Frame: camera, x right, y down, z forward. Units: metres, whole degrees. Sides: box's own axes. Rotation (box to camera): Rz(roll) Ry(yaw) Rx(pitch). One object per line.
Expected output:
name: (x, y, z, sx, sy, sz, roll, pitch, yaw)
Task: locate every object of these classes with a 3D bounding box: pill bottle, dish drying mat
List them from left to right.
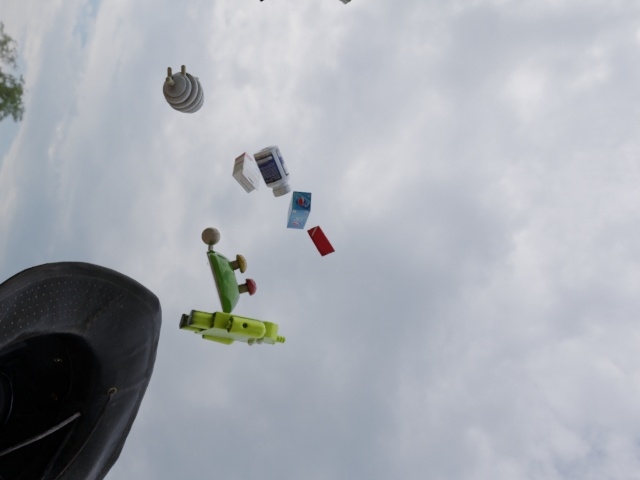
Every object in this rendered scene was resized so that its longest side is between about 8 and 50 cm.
pill bottle: (-0.163, -0.243, 1.612, 0.094, 0.094, 0.169, -5, -65, 43)
dish drying mat: (0.000, 0.000, 0.985, 0.008, 0.032, 0.083, 81, -17, -47)

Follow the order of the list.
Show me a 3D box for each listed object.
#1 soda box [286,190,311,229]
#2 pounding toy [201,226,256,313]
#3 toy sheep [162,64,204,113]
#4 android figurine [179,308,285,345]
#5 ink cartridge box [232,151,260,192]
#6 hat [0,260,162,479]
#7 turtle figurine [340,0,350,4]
soda box: (-0.080, -0.106, 1.660, 0.210, 0.067, 0.071, 121, -28, -71)
pounding toy: (-0.248, 0.084, 1.275, 0.183, 0.110, 0.237, 94, -25, -50)
toy sheep: (-0.292, -0.318, 0.974, 0.091, 0.132, 0.091, -1, -95, 16)
android figurine: (-0.227, 0.239, 1.217, 0.248, 0.273, 0.056, -25, -129, 54)
ink cartridge box: (-0.326, -0.291, 2.021, 0.067, 0.115, 0.198, -30, -147, 17)
hat: (-0.302, 0.151, 0.424, 0.134, 0.331, 0.331, 25, -79, 22)
turtle figurine: (0.000, -0.779, 1.223, 0.274, 0.266, 0.197, -47, -144, 42)
